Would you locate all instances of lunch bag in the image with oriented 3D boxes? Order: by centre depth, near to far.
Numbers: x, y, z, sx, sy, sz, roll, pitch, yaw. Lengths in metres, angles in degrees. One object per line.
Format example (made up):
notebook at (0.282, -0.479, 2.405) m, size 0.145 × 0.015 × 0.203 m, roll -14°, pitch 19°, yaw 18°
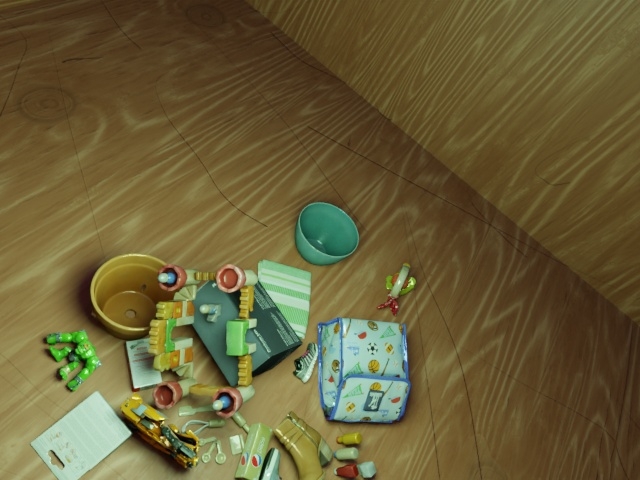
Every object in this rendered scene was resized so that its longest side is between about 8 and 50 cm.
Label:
lunch bag at (0.172, 0.514, 1.982) m, size 0.328 × 0.239 × 0.385 m, roll 10°, pitch 69°, yaw -23°

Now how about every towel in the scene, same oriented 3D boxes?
towel at (-0.161, 0.244, 2.120) m, size 0.248 × 0.038 × 0.324 m, roll 17°, pitch 49°, yaw -18°

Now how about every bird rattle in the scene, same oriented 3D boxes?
bird rattle at (0.348, 0.211, 2.325) m, size 0.143 × 0.206 × 0.253 m, roll 28°, pitch 36°, yaw 16°

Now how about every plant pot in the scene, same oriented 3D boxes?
plant pot at (-0.651, 0.220, 1.752) m, size 0.291 × 0.203 × 0.290 m, roll 15°, pitch 50°, yaw -19°
plant pot at (0.000, 0.000, 2.277) m, size 0.291 × 0.195 × 0.290 m, roll 15°, pitch 52°, yaw -20°

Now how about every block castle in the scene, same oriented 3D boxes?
block castle at (-0.369, 0.299, 1.572) m, size 0.213 × 0.303 × 0.452 m, roll 9°, pitch 81°, yaw -72°

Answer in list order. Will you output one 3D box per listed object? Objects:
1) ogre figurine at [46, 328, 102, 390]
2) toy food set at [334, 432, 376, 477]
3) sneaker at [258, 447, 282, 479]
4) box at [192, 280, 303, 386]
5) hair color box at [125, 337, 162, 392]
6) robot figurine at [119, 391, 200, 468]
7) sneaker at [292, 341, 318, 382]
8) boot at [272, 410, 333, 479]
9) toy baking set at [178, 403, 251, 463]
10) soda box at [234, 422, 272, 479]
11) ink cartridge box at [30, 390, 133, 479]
ogre figurine at (-0.799, 0.373, 1.638) m, size 0.118 × 0.096 × 0.197 m, roll -28°, pitch 57°, yaw -21°
toy food set at (0.119, 0.830, 1.827) m, size 0.111 × 0.105 × 0.232 m, roll -16°, pitch 83°, yaw -51°
sneaker at (-0.127, 0.846, 1.634) m, size 0.179 × 0.123 × 0.295 m, roll 21°, pitch 56°, yaw -9°
box at (-0.277, 0.308, 1.817) m, size 0.343 × 0.179 × 0.312 m, roll 53°, pitch 13°, yaw 15°
hair color box at (-0.609, 0.426, 1.726) m, size 0.093 × 0.053 × 0.167 m, roll -5°, pitch 61°, yaw -30°
robot figurine at (-0.490, 0.600, 1.566) m, size 0.291 × 0.211 × 0.085 m, roll 31°, pitch 54°, yaw 8°
sneaker at (-0.063, 0.472, 1.987) m, size 0.075 × 0.063 × 0.170 m, roll 30°, pitch 52°, yaw -15°
boot at (-0.075, 0.722, 1.717) m, size 0.220 × 0.109 × 0.283 m, roll 46°, pitch 24°, yaw 4°
toy baking set at (-0.359, 0.640, 1.722) m, size 0.197 × 0.030 × 0.256 m, roll -31°, pitch 76°, yaw -40°
soda box at (-0.224, 0.717, 1.701) m, size 0.058 × 0.061 × 0.181 m, roll 35°, pitch 50°, yaw -25°
ink cartridge box at (-0.728, 0.608, 1.544) m, size 0.225 × 0.056 × 0.181 m, roll -40°, pitch 81°, yaw -23°
